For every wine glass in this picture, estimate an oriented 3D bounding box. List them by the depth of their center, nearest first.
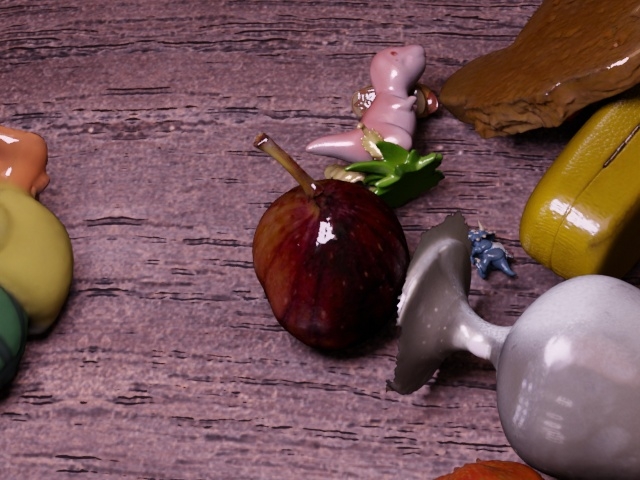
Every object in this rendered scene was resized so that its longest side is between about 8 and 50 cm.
[{"bbox_3d":[0.251,0.129,1.585,0.322,0.238,0.238,21,62,24],"label":"wine glass"}]

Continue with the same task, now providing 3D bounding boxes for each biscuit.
[{"bbox_3d":[0.346,-0.268,1.835,0.368,0.076,0.394,-10,35,53],"label":"biscuit"}]

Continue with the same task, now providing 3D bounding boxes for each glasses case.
[{"bbox_3d":[0.373,-0.097,1.746,0.141,0.173,0.371,33,65,25],"label":"glasses case"}]

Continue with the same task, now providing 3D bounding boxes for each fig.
[{"bbox_3d":[0.016,0.002,1.692,0.186,0.249,0.204,-3,57,-5],"label":"fig"}]

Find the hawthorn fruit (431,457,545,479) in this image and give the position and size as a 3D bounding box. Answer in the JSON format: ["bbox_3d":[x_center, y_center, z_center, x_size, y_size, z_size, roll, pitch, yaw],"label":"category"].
[{"bbox_3d":[0.197,0.367,1.509,0.165,0.165,0.285,-21,78,-6],"label":"hawthorn fruit"}]

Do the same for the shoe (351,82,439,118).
[{"bbox_3d":[0.096,-0.185,1.912,0.109,0.069,0.072,-18,92,10],"label":"shoe"}]

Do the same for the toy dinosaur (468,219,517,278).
[{"bbox_3d":[0.206,0.015,1.785,0.047,0.030,0.083,-27,57,-7],"label":"toy dinosaur"}]

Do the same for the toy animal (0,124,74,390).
[{"bbox_3d":[-0.403,0.050,1.762,0.191,0.216,0.338,24,63,-8],"label":"toy animal"}]

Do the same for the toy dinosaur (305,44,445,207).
[{"bbox_3d":[0.072,-0.144,1.813,0.194,0.152,0.177,-32,72,6],"label":"toy dinosaur"}]
